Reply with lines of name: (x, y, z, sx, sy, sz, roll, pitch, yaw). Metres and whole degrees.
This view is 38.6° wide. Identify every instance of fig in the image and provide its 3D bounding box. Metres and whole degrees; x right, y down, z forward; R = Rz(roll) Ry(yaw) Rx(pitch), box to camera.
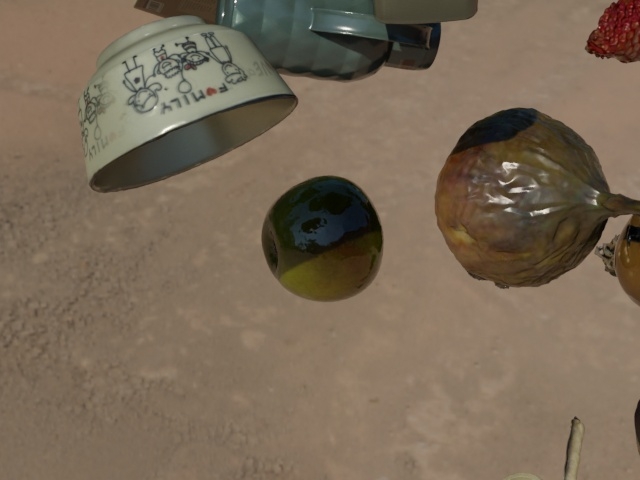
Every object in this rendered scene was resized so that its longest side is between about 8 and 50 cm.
fig: (0.363, -0.048, 1.381, 0.286, 0.286, 0.369, -24, 27, -34)

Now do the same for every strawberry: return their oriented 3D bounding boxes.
strawberry: (0.486, -0.331, 1.367, 0.107, 0.175, 0.236, 33, 76, 11)

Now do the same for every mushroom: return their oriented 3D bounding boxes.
mushroom: (0.425, 0.378, 1.526, 0.061, 0.060, 0.187, 11, 61, 15)

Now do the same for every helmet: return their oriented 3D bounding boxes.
helmet: (0.538, 0.008, 1.442, 0.130, 0.198, 0.224, 24, 59, 13)

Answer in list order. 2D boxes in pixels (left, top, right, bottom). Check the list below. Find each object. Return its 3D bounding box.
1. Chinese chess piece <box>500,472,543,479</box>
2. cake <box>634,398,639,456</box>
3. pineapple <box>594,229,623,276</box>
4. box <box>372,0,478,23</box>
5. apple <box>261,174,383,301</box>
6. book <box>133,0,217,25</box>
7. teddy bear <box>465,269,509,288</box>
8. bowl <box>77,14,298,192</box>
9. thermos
Chinese chess piece: (0.372, 0.489, 1.691, 0.122, 0.051, 0.122, -22, 36, 17)
cake: (0.626, 0.342, 1.545, 0.208, 0.178, 0.185, -25, 52, -3)
pineapple: (0.739, 0.016, 2.049, 0.263, 0.272, 0.262, 4, 75, -15)
box: (0.112, -0.348, 1.012, 0.148, 0.129, 0.210, -1, 55, 6)
apple: (0.000, 0.000, 1.350, 0.157, 0.196, 0.196, -12, 34, -20)
book: (-0.159, -0.340, 1.320, 0.199, 0.138, 0.016, 13, 73, -21)
teddy bear: (0.417, 0.043, 2.270, 0.129, 0.251, 0.182, -36, 80, 6)
bowl: (-0.155, -0.151, 0.966, 0.238, 0.126, 0.238, -25, -4, -2)
thermos: (0.015, -0.275, 1.162, 0.287, 0.144, 0.182, 5, 10, -11)
